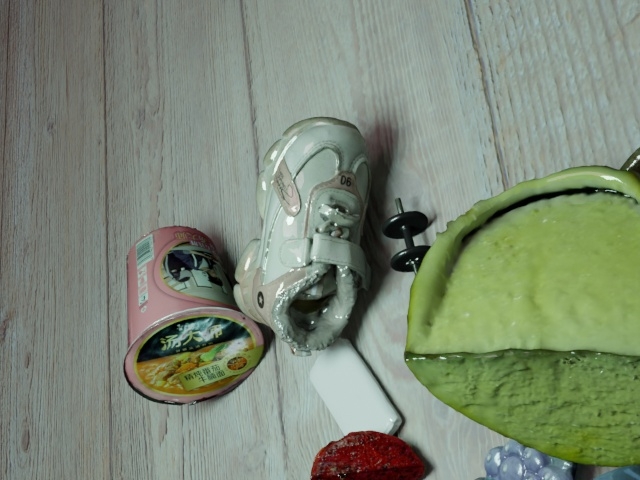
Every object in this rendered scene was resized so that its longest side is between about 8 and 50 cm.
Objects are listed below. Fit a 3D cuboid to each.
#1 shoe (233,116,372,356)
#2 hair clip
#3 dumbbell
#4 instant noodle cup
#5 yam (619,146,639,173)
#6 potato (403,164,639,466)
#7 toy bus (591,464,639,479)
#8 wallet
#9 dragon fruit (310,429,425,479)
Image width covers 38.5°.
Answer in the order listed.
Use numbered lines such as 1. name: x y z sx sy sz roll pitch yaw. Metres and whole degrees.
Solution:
1. shoe: 0.003 0.000 1.365 0.198 0.172 0.351 44 123 55
2. hair clip: 0.242 0.308 1.120 0.195 0.052 0.124 -52 36 34
3. dumbbell: 0.127 0.002 1.311 0.069 0.069 0.147 -35 55 35
4. instant noodle cup: -0.235 0.113 1.573 0.244 0.244 0.255 -49 39 25
5. yam: 0.380 -0.088 1.100 0.129 0.027 0.033 -54 44 22
6. potato: 0.288 0.081 1.045 0.330 0.212 0.280 -4 48 25
7. toy bus: 0.305 0.389 0.923 0.232 0.197 0.294 37 105 36
8. wallet: 0.048 0.230 1.354 0.095 0.033 0.190 -55 46 18
9. dragon fruit: 0.052 0.319 1.264 0.083 0.162 0.106 -112 20 -46
